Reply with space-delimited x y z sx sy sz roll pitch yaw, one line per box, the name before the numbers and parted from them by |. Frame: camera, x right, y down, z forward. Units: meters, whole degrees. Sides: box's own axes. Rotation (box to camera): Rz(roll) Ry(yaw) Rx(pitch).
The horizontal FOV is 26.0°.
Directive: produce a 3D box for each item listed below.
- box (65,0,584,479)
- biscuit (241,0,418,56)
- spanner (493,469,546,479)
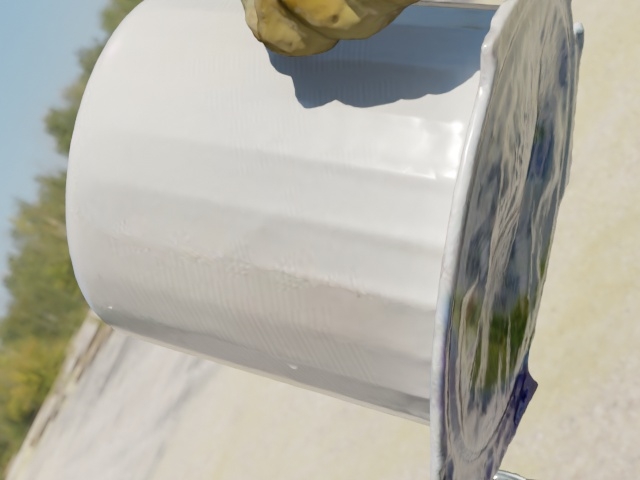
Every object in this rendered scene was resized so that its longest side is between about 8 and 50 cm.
box | 0.000 0.000 0.687 0.262 0.206 0.291 18 -96 -71
biscuit | 0.008 -0.159 0.534 0.061 0.118 0.183 -17 -62 -53
spanner | 0.321 0.300 1.461 0.093 0.325 0.026 98 -168 -76
